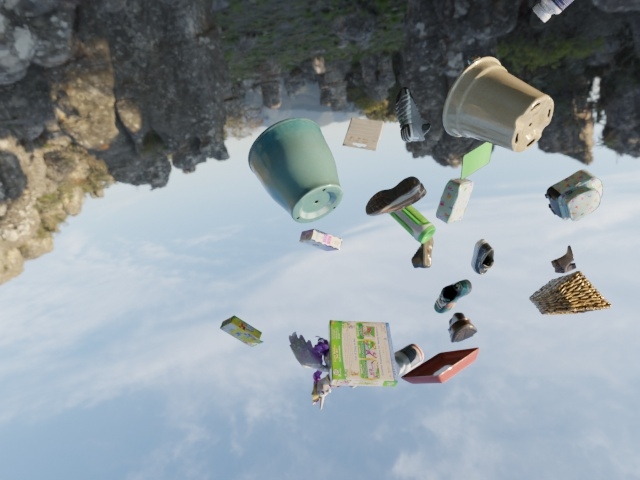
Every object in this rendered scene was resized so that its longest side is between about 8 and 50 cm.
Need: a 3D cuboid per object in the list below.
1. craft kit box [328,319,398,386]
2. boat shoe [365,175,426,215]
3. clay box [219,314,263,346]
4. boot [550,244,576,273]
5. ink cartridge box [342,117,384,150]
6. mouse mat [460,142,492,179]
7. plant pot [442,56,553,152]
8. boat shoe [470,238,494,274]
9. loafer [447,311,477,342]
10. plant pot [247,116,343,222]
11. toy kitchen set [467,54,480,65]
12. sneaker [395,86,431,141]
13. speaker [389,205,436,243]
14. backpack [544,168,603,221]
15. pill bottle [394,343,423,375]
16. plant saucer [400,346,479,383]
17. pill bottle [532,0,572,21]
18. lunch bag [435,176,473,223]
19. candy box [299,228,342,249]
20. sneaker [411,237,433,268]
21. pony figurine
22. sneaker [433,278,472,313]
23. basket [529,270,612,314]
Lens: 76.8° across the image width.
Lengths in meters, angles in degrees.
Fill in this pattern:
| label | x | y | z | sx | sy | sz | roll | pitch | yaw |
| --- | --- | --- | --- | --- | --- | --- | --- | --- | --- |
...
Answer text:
| label | x | y | z | sx | sy | sz | roll | pitch | yaw |
| --- | --- | --- | --- | --- | --- | --- | --- | --- | --- |
| craft kit box | 0.155 | 0.428 | 1.545 | 0.246 | 0.061 | 0.250 | 6 | -134 | -7 |
| boat shoe | 0.350 | -0.181 | 1.889 | 0.116 | 0.123 | 0.324 | 28 | 146 | -34 |
| clay box | -0.419 | 0.495 | 2.190 | 0.127 | 0.222 | 0.053 | -31 | -148 | 40 |
| boot | 1.027 | 0.084 | 1.714 | 0.087 | 0.119 | 0.042 | -14 | -174 | 32 |
| ink cartridge box | 0.233 | -0.567 | 2.202 | 0.189 | 0.066 | 0.232 | 11 | -117 | 11 |
| mouse mat | 0.734 | -0.382 | 1.899 | 0.189 | 0.153 | 0.007 | -32 | -129 | -14 |
| plant pot | 0.720 | -0.513 | 1.607 | 0.333 | 0.334 | 0.305 | -19 | -135 | -27 |
| boat shoe | 1.055 | 0.135 | 2.610 | 0.121 | 0.335 | 0.119 | -30 | -133 | -2 |
| loafer | 0.675 | 0.422 | 1.986 | 0.133 | 0.130 | 0.366 | -26 | 157 | 7 |
| plant pot | -0.062 | -0.205 | 1.305 | 0.271 | 0.255 | 0.272 | -23 | 155 | -12 |
| toy kitchen set | 0.731 | -0.783 | 1.963 | 0.166 | 0.122 | 0.207 | -23 | -144 | 9 |
| sneaker | 0.387 | -0.511 | 1.659 | 0.132 | 0.229 | 0.086 | -2 | 175 | -24 |
| speaker | 0.474 | -0.122 | 2.167 | 0.131 | 0.131 | 0.296 | -22 | -122 | -34 |
| backpack | 1.036 | -0.184 | 1.627 | 0.188 | 0.166 | 0.144 | -38 | -145 | 6 |
| pill bottle | 0.393 | 0.562 | 1.897 | 0.180 | 0.108 | 0.108 | -12 | -167 | -44 |
| plant saucer | 0.508 | 0.535 | 1.699 | 0.258 | 0.048 | 0.259 | -20 | 170 | -30 |
| pill bottle | 0.847 | -0.868 | 1.426 | 0.094 | 0.094 | 0.169 | -30 | 171 | -49 |
| lunch bag | 0.823 | -0.243 | 2.474 | 0.107 | 0.279 | 0.224 | 32 | -145 | 34 |
| candy box | 0.000 | 0.000 | 2.354 | 0.196 | 0.070 | 0.164 | 20 | 167 | -26 |
| sneaker | 0.600 | 0.057 | 2.409 | 0.083 | 0.222 | 0.118 | 17 | 164 | -32 |
| pony figurine | 0.047 | 0.565 | 1.902 | 0.363 | 0.351 | 0.302 | -39 | 147 | 27 |
| sneaker | 0.701 | 0.313 | 2.240 | 0.121 | 0.302 | 0.108 | -3 | -127 | -27 |
| basket | 1.211 | 0.313 | 1.996 | 0.213 | 0.223 | 0.299 | -35 | 167 | -7 |
